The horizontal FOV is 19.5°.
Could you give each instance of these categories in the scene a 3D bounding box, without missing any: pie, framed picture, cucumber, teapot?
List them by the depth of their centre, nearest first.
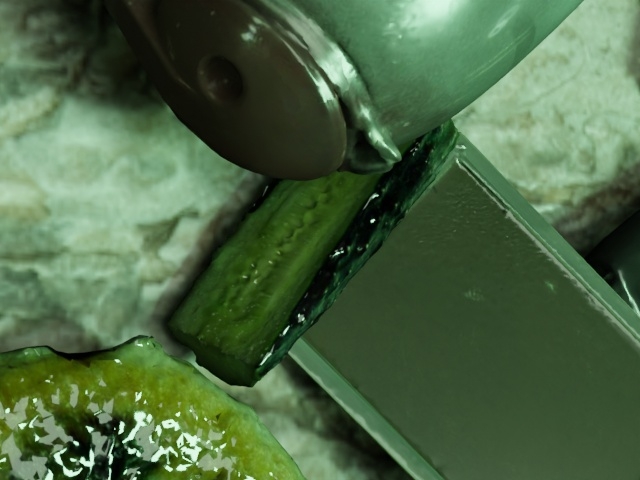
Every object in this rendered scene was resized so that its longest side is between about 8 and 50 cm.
[{"bbox_3d":[-0.100,0.223,0.970,0.296,0.078,0.371,-31,101,-37],"label":"pie"},{"bbox_3d":[-0.004,-0.196,1.034,0.315,0.233,0.312,37,64,6],"label":"teapot"},{"bbox_3d":[-0.001,0.001,1.083,0.211,0.078,0.062,-55,144,-26],"label":"cucumber"},{"bbox_3d":[0.111,0.079,1.136,0.252,0.014,0.197,45,62,-2],"label":"framed picture"}]

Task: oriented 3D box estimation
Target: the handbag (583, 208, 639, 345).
[{"bbox_3d":[0.304,0.062,1.291,0.275,0.088,0.244,-32,100,-32],"label":"handbag"}]
